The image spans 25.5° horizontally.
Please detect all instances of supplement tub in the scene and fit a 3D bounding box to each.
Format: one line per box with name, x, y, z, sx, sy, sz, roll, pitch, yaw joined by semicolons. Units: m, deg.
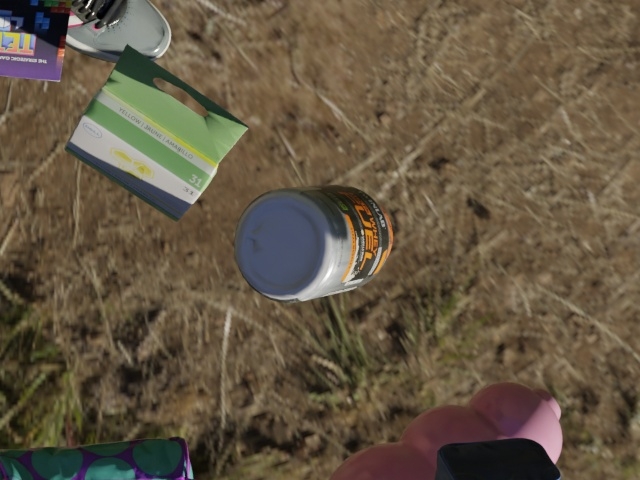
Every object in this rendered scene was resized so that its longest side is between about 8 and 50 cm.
supplement tub;0.000;0.000;1.475;0.117;0.190;0.117;2;95;24

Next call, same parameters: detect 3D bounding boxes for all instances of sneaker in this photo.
sneaker;-0.288;-0.319;1.706;0.296;0.178;0.123;29;77;-23

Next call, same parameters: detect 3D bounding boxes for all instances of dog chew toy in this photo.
dog chew toy;0.158;0.297;1.719;0.332;0.206;0.206;-37;115;-14

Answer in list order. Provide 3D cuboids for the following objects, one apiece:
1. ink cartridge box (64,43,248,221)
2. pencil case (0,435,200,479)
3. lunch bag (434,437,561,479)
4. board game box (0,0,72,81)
ink cartridge box;-0.198;-0.120;1.667;0.171;0.235;0.056;34;66;-8
pencil case;-0.173;0.186;1.081;0.152;0.070;0.064;-2;93;-17
lunch bag;0.129;0.197;1.077;0.098;0.067;0.065;-2;114;-10
board game box;-0.367;-0.250;1.573;0.170;0.048;0.141;4;137;-15
